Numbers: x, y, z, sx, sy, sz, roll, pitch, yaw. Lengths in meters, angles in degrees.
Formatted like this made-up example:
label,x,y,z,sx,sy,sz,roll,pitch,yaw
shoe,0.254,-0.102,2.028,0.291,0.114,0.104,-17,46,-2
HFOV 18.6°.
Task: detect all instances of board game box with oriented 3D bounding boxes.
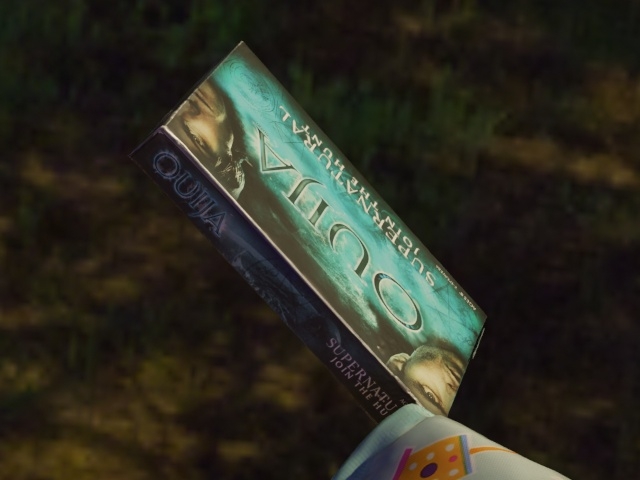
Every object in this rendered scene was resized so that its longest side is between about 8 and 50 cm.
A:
label,x,y,z,sx,sy,sz,roll,pitch,yaw
board game box,0.000,0.000,0.918,0.186,0.026,0.126,47,26,-8

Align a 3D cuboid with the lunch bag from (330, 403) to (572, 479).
label,x,y,z,sx,sy,sz,roll,pitch,yaw
lunch bag,0.094,0.210,0.616,0.160,0.262,0.223,-39,31,-18
